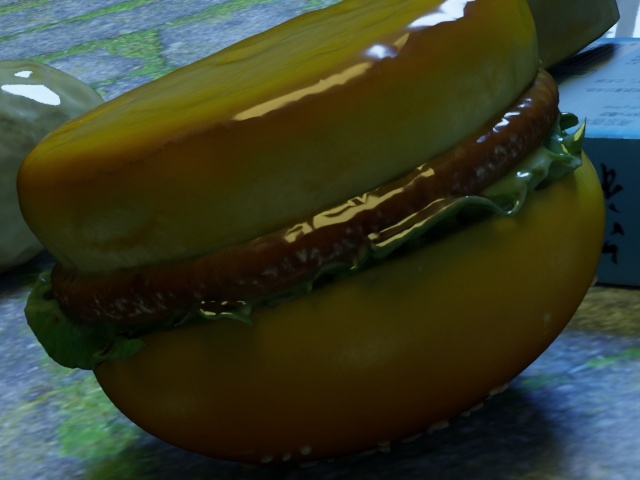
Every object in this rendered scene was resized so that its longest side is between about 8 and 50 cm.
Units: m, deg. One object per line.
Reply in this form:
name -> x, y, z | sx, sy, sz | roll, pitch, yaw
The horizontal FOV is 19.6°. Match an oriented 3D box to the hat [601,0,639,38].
hat -> 0.266, -0.142, 1.142 | 0.219, 0.164, 0.226 | 3, 64, 41

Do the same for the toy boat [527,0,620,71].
toy boat -> 0.068, -0.098, 0.923 | 0.200, 0.057, 0.077 | -28, 19, -30

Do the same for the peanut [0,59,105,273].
peanut -> -0.273, -0.026, 1.082 | 0.319, 0.147, 0.147 | -21, 20, -14

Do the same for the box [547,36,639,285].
box -> 0.150, -0.043, 0.918 | 0.232, 0.083, 0.143 | 6, 27, 43

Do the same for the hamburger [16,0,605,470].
hamburger -> 0.002, -0.001, 0.762 | 0.246, 0.170, 0.246 | -23, 10, 4
